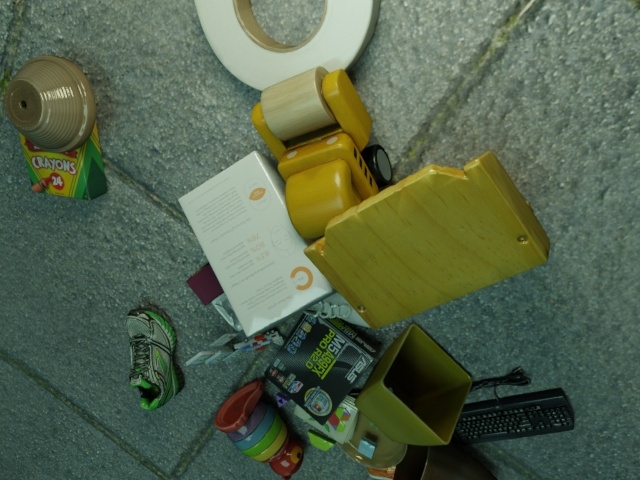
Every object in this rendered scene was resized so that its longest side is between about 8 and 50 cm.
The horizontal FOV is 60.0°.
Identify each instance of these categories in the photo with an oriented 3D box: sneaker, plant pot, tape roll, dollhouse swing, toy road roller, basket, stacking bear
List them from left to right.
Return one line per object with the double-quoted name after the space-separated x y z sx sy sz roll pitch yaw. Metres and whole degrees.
-0.673 -0.327 1.336 0.237 0.110 0.237 4 103 18 "plant pot"
-0.513 0.362 1.675 0.134 0.146 0.343 -2 113 23 "sneaker"
-0.183 0.143 1.462 0.167 0.103 0.113 -34 98 32 "basket"
-0.160 0.582 1.639 0.164 0.175 0.289 -28 110 39 "stacking bear"
-0.073 -0.496 1.130 0.392 0.072 0.391 9 117 17 "tape roll"
0.001 -0.157 1.131 0.203 0.240 0.329 -15 128 27 "toy road roller"
0.013 0.152 1.374 0.297 0.129 0.111 21 119 10 "sneaker"
0.134 0.524 1.542 0.236 0.032 0.236 10 112 27 "plant pot"
0.212 0.644 1.571 0.175 0.064 0.067 -4 103 21 "sneaker"
0.210 0.375 1.369 0.212 0.212 0.187 44 136 -3 "plant pot"
0.214 -0.040 1.064 0.347 0.305 0.315 -28 115 30 "dollhouse swing"
0.337 0.628 1.444 0.231 0.215 0.215 24 121 -3 "plant pot"

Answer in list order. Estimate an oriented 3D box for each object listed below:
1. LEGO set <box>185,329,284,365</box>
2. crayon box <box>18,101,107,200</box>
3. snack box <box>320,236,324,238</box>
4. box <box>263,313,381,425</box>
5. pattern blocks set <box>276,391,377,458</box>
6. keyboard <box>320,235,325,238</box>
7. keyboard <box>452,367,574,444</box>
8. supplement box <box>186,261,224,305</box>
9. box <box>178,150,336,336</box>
-0.223 0.299 1.514 0.244 0.182 0.060 -37 62 30 "LEGO set"
-0.699 -0.277 1.480 0.202 0.081 0.318 9 117 18 "crayon box"
0.010 0.006 1.357 0.100 0.037 0.141 25 120 10 "snack box"
-0.001 0.325 1.467 0.216 0.060 0.270 39 116 13 "box"
0.017 0.473 1.551 0.325 0.026 0.285 12 113 24 "pattern blocks set"
0.000 0.000 1.327 0.256 0.014 0.072 17 118 14 "keyboard"
0.451 0.421 1.385 0.317 0.033 0.201 -21 105 28 "keyboard"
-0.236 0.069 1.397 0.104 0.188 0.080 -33 98 31 "supplement box"
-0.126 0.009 1.251 0.215 0.168 0.345 -30 82 12 "box"
